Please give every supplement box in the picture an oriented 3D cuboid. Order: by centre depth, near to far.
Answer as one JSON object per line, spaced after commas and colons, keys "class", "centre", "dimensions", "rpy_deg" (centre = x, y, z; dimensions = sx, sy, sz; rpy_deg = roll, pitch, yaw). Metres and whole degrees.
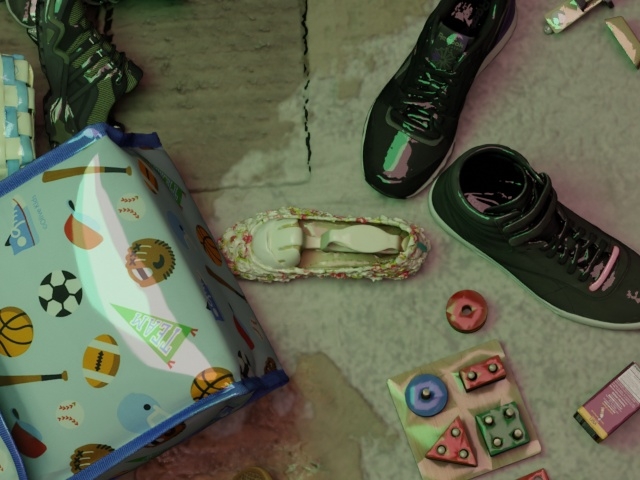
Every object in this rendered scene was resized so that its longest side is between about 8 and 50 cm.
{"class": "supplement box", "centre": [0.315, 0.173, 1.783], "dimensions": [0.083, 0.055, 0.043], "rpy_deg": [-40, 78, -6]}

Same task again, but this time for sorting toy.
{"class": "sorting toy", "centre": [0.157, 0.195, 1.794], "dimensions": [0.132, 0.046, 0.274], "rpy_deg": [-20, 77, 0]}

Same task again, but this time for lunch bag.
{"class": "lunch bag", "centre": [-0.287, 0.108, 1.749], "dimensions": [0.385, 0.239, 0.327], "rpy_deg": [-29, 81, 11]}

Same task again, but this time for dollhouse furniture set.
{"class": "dollhouse furniture set", "centre": [0.302, -0.229, 1.870], "dimensions": [0.081, 0.091, 0.114], "rpy_deg": [-34, 80, 12]}

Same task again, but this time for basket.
{"class": "basket", "centre": [-0.456, -0.106, 1.807], "dimensions": [0.289, 0.255, 0.201], "rpy_deg": [-8, 75, -17]}

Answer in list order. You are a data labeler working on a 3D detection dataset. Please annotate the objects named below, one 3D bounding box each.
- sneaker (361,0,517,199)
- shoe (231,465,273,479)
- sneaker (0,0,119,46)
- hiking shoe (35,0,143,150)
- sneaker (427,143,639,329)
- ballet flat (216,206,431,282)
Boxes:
{"class": "sneaker", "centre": [0.123, -0.185, 1.842], "dimensions": [0.107, 0.124, 0.283], "rpy_deg": [26, 80, 10]}
{"class": "shoe", "centre": [-0.071, 0.351, 1.774], "dimensions": [0.077, 0.058, 0.219], "rpy_deg": [-6, 72, 23]}
{"class": "sneaker", "centre": [-0.273, -0.273, 1.920], "dimensions": [0.229, 0.086, 0.132], "rpy_deg": [17, 84, 18]}
{"class": "hiking shoe", "centre": [-0.258, -0.205, 1.871], "dimensions": [0.114, 0.086, 0.226], "rpy_deg": [-5, 113, -11]}
{"class": "sneaker", "centre": [0.247, -0.001, 1.781], "dimensions": [0.296, 0.147, 0.104], "rpy_deg": [31, 79, 9]}
{"class": "ballet flat", "centre": [0.000, 0.000, 1.834], "dimensions": [0.241, 0.077, 0.091], "rpy_deg": [-3, 78, 4]}
